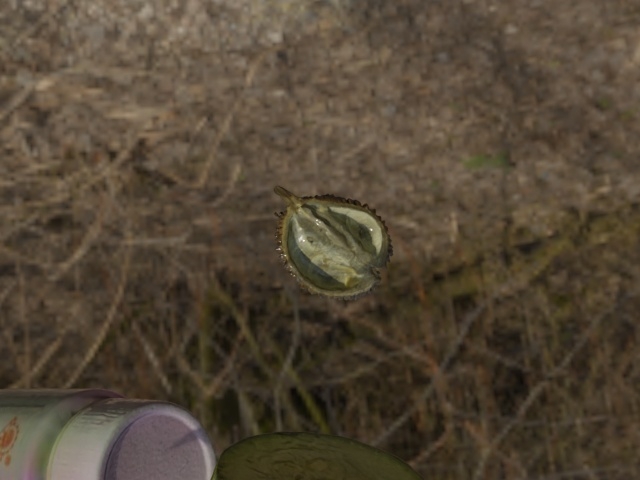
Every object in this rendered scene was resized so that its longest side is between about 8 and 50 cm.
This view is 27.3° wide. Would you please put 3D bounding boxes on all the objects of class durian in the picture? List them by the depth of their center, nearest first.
[{"bbox_3d":[0.000,0.000,1.729,0.188,0.148,0.091,47,162,-13],"label":"durian"}]

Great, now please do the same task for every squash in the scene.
[{"bbox_3d":[0.006,0.279,1.392,0.252,0.048,0.252,13,-162,-4],"label":"squash"}]

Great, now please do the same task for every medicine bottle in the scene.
[{"bbox_3d":[-0.331,0.303,1.723,0.388,0.219,0.219,-6,164,42],"label":"medicine bottle"}]
